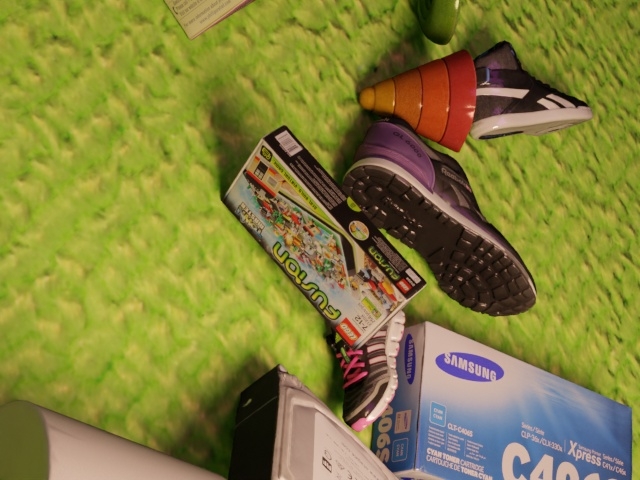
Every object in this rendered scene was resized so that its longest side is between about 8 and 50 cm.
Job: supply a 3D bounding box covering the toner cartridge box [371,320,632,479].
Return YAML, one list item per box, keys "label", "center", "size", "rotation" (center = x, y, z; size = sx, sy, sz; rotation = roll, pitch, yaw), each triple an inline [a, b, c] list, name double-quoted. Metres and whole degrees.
- label: "toner cartridge box"
  center: [0.214, 0.225, 1.278]
  size: [0.347, 0.075, 0.165]
  rotation: [23, 60, -32]

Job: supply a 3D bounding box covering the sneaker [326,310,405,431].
- label: "sneaker"
  center: [0.038, 0.118, 1.171]
  size: [0.074, 0.063, 0.170]
  rotation: [35, 43, -20]

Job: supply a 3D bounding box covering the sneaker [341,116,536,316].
- label: "sneaker"
  center: [0.157, -0.033, 1.307]
  size: [0.283, 0.107, 0.124]
  rotation: [42, 46, -22]

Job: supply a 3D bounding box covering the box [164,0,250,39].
- label: "box"
  center: [-0.108, -0.372, 1.190]
  size: [0.213, 0.117, 0.243]
  rotation: [-43, 104, -41]

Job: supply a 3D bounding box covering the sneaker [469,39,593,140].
- label: "sneaker"
  center: [0.267, -0.201, 1.471]
  size: [0.216, 0.079, 0.121]
  rotation: [-9, 82, -40]

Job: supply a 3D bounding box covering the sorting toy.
- label: "sorting toy"
  center: [0.099, -0.279, 1.367]
  size: [0.126, 0.127, 0.366]
  rotation: [0, 69, -10]

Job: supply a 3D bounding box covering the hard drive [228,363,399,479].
- label: "hard drive"
  center: [0.016, 0.276, 0.981]
  size: [0.237, 0.064, 0.339]
  rotation: [47, 17, -16]

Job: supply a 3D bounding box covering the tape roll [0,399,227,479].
- label: "tape roll"
  center: [-0.185, 0.256, 0.814]
  size: [0.169, 0.246, 0.246]
  rotation: [28, 58, -29]

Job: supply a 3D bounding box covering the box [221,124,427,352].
- label: "box"
  center: [0.000, 0.000, 1.111]
  size: [0.207, 0.114, 0.036]
  rotation: [48, 49, 8]
